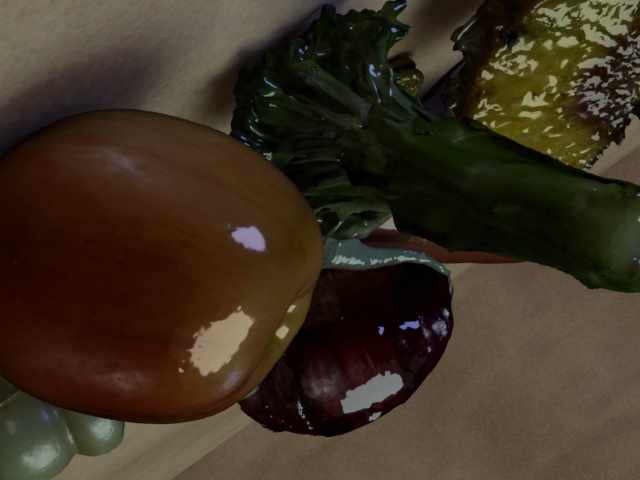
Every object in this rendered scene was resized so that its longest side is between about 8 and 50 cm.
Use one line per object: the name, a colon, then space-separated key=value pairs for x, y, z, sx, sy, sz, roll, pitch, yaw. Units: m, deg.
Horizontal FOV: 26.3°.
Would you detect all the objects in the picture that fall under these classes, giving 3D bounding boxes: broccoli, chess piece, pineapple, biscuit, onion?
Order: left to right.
chess piece: x=-0.190 y=0.129 z=1.201 sx=0.243 sy=0.133 sz=0.133 roll=-26 pitch=168 yaw=-16
onion: x=0.005 y=0.072 z=1.348 sx=0.252 sy=0.219 sz=0.252 roll=-11 pitch=-149 yaw=6
biscuit: x=0.044 y=-0.113 z=1.090 sx=0.084 sy=0.023 sz=0.084 roll=-33 pitch=169 yaw=-7
broccoli: x=0.073 y=-0.036 z=0.818 sx=0.145 sy=0.304 sz=0.165 roll=-51 pitch=134 yaw=-18
pineapple: x=0.171 y=-0.178 z=0.986 sx=0.161 sy=0.158 sz=0.334 roll=11 pitch=145 yaw=-18

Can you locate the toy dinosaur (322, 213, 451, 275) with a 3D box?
toy dinosaur: x=0.000 y=0.000 z=1.084 sx=0.167 sy=0.053 sz=0.242 roll=-29 pitch=146 yaw=28

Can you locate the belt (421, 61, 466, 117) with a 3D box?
belt: x=0.092 y=-0.092 z=1.267 sx=0.232 sy=0.053 sz=0.071 roll=-40 pitch=170 yaw=20

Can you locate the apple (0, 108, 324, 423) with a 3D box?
apple: x=-0.093 y=0.016 z=0.741 sx=0.199 sy=0.199 sz=0.199 roll=-35 pitch=170 yaw=-7

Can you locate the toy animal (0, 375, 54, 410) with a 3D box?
toy animal: x=-0.224 y=0.096 z=1.033 sx=0.220 sy=0.069 sz=0.086 roll=-30 pitch=-172 yaw=-19

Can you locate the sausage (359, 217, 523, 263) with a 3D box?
sausage: x=0.094 y=-0.036 z=1.193 sx=0.259 sy=0.113 sz=0.113 roll=3 pitch=149 yaw=-32
